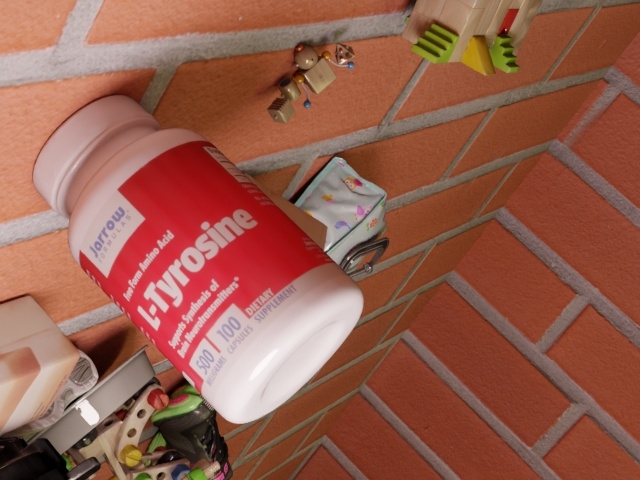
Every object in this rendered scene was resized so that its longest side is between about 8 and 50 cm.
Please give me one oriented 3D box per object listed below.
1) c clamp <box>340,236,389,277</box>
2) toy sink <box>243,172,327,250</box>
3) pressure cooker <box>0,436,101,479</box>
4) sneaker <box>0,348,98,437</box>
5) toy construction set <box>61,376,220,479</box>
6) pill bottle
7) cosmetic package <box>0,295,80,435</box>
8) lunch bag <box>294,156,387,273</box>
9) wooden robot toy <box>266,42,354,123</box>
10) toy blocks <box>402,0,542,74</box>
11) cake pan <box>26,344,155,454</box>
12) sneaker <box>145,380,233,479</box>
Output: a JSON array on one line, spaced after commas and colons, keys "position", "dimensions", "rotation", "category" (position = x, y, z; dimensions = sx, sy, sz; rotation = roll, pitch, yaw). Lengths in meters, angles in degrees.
[{"position": [0.066, 0.051, 2.252], "dimensions": [0.161, 0.022, 0.137], "rotation": [-23, 148, -43], "category": "c clamp"}, {"position": [-0.127, -0.008, 1.936], "dimensions": [0.152, 0.234, 0.131], "rotation": [-54, -169, 23], "category": "toy sink"}, {"position": [-0.448, 0.497, 1.605], "dimensions": [0.375, 0.420, 0.370], "rotation": [-43, 171, 30], "category": "pressure cooker"}, {"position": [-0.447, 0.259, 1.829], "dimensions": [0.115, 0.090, 0.232], "rotation": [-40, 175, 30], "category": "sneaker"}, {"position": [-0.357, 0.427, 2.204], "dimensions": [0.237, 0.309, 0.257], "rotation": [-31, 150, -28], "category": "toy construction set"}, {"position": [-0.161, 0.011, 1.453], "dimensions": [0.229, 0.408, 0.229], "rotation": [-42, 163, -16], "category": "pill bottle"}, {"position": [-0.490, 0.197, 1.585], "dimensions": [0.296, 0.129, 0.153], "rotation": [-20, 151, -55], "category": "cosmetic package"}, {"position": [0.000, 0.000, 2.271], "dimensions": [0.262, 0.160, 0.223], "rotation": [-49, 165, -11], "category": "lunch bag"}, {"position": [-0.026, -0.263, 1.784], "dimensions": [0.173, 0.076, 0.079], "rotation": [-43, 128, -10], "category": "wooden robot toy"}, {"position": [0.290, -0.439, 1.955], "dimensions": [0.381, 0.191, 0.260], "rotation": [-17, 136, -58], "category": "toy blocks"}, {"position": [-0.397, 0.291, 2.012], "dimensions": [0.293, 0.054, 0.293], "rotation": [-40, -178, 1], "category": "cake pan"}, {"position": [-0.265, 0.446, 2.596], "dimensions": [0.185, 0.202, 0.482], "rotation": [-38, 162, -27], "category": "sneaker"}]
